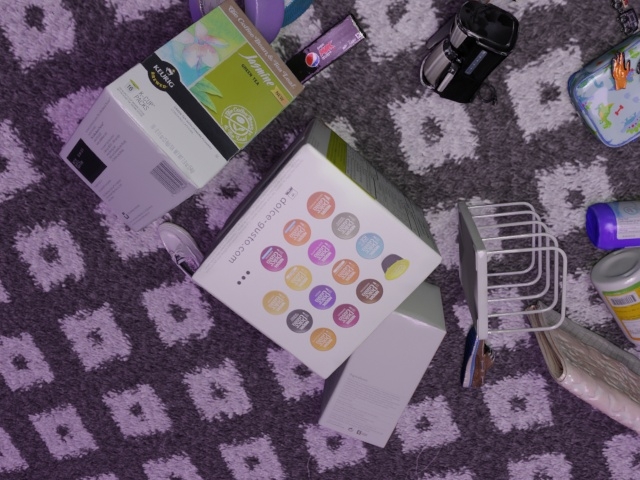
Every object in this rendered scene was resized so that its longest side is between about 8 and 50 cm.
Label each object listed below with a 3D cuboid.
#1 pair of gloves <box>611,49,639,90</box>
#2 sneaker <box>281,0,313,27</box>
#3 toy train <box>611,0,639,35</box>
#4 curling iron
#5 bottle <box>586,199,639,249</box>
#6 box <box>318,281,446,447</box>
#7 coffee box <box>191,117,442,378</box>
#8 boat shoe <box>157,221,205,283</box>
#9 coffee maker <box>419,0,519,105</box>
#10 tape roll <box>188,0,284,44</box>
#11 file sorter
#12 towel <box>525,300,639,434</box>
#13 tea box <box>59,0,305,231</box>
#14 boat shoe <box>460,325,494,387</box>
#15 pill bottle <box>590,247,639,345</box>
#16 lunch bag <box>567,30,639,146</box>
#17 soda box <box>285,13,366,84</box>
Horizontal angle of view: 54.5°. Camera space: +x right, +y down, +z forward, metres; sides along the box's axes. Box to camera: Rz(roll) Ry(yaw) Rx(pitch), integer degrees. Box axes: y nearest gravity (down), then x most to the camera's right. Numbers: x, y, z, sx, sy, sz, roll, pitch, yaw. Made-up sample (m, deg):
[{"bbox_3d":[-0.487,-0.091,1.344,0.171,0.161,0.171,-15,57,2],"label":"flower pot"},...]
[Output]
[{"bbox_3d":[0.590,-0.326,1.170,0.083,0.010,0.074,-9,110,6],"label":"pair of gloves"},{"bbox_3d":[-0.050,-0.523,1.230,0.092,0.087,0.229,43,112,9],"label":"sneaker"},{"bbox_3d":[0.576,-0.473,1.198,0.036,0.027,0.158,-28,107,13],"label":"toy train"},{"bbox_3d":[0.299,-0.449,1.178,0.035,0.068,0.274,46,137,-6],"label":"curling iron"},{"bbox_3d":[0.719,-0.040,1.312,0.283,0.118,0.092,-4,111,10],"label":"bottle"},{"bbox_3d":[0.140,0.266,1.457,0.168,0.215,0.345,21,114,-3],"label":"box"},{"bbox_3d":[0.000,0.000,1.281,0.334,0.338,0.337,40,105,-11],"label":"coffee box"},{"bbox_3d":[-0.329,0.038,1.500,0.066,0.063,0.184,-29,107,17],"label":"boat shoe"},{"bbox_3d":[0.303,-0.356,1.196,0.171,0.178,0.120,2,71,-16],"label":"coffee maker"},{"bbox_3d":[-0.166,-0.464,1.216,0.189,0.080,0.189,20,123,33],"label":"tape roll"},{"bbox_3d":[0.392,0.049,1.303,0.173,0.278,0.193,-5,112,7],"label":"file sorter"},{"bbox_3d":[0.619,0.288,1.354,0.332,0.317,0.053,30,113,-7],"label":"towel"},{"bbox_3d":[-0.264,-0.226,1.174,0.220,0.323,0.329,48,147,-16],"label":"tea box"},{"bbox_3d":[0.388,0.282,1.520,0.066,0.066,0.183,4,123,0],"label":"boat shoe"},{"bbox_3d":[0.719,0.146,1.379,0.136,0.136,0.246,-32,106,18],"label":"pill bottle"},{"bbox_3d":[0.619,-0.301,1.230,0.219,0.090,0.176,-35,103,18],"label":"lunch bag"},{"bbox_3d":[0.011,-0.394,1.285,0.169,0.053,0.060,-32,105,17],"label":"soda box"}]
